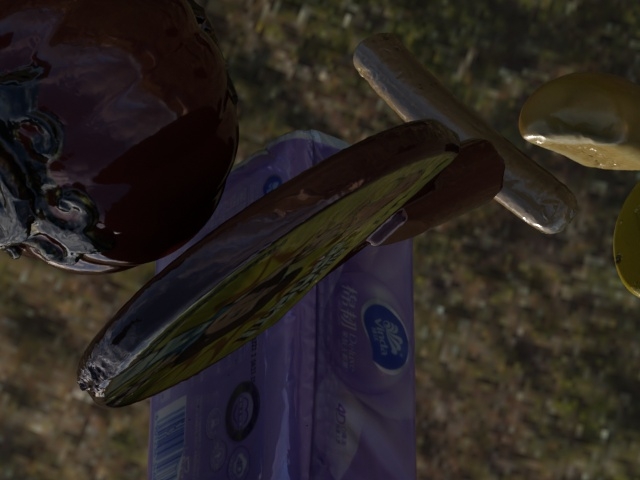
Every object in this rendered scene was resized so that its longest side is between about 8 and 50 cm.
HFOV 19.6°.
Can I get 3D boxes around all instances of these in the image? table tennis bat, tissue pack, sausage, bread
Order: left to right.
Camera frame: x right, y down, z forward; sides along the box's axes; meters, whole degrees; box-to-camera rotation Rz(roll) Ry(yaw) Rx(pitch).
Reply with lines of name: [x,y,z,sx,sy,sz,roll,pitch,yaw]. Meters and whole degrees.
tissue pack: [-0.032,0.104,1.590,0.160,0.338,0.242,17,152,-32]
table tennis bat: [0.000,0.000,1.210,0.268,0.414,0.051,-43,79,35]
sausage: [0.152,-0.112,1.968,0.301,0.066,0.066,43,155,24]
bread: [0.322,-0.139,2.115,0.147,0.098,0.217,1,171,29]

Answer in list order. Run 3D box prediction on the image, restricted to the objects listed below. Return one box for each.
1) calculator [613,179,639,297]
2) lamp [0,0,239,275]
calculator: [0.342,-0.035,1.614,0.032,0.146,0.235,17,138,-32]
lamp: [-0.153,-0.088,1.170,0.226,0.227,0.227,13,147,8]
